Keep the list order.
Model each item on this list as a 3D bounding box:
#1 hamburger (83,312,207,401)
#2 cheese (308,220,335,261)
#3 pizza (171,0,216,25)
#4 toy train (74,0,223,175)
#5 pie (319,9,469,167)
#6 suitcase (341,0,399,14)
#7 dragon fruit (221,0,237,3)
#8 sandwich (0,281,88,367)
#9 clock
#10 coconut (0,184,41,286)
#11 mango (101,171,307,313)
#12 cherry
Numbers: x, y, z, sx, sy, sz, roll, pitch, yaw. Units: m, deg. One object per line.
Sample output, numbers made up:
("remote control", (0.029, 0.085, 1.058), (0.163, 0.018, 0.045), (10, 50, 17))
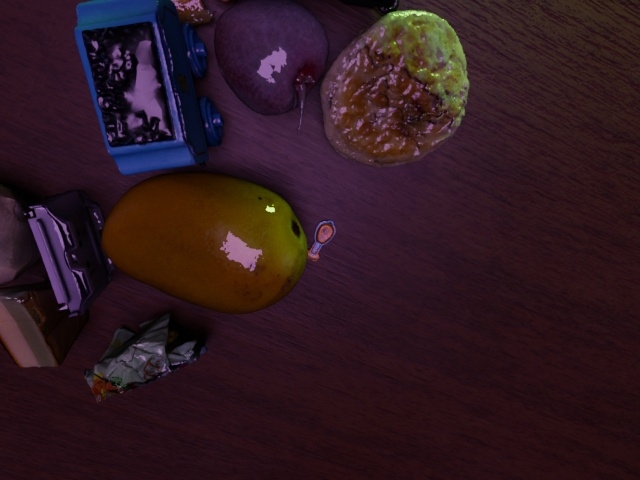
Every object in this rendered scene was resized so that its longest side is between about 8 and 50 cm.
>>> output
("hamburger", (-0.414, 0.261, 0.994), (0.275, 0.260, 0.151), (-17, 83, -31))
("cheese", (0.000, 0.000, 1.023), (0.047, 0.017, 0.111), (27, 104, -8))
("pizza", (-0.334, -0.539, 0.816), (0.291, 0.058, 0.197), (21, 104, -11))
("toy train", (-0.308, -0.276, 0.791), (0.187, 0.265, 0.301), (-8, 106, 3))
("pie", (0.159, -0.303, 0.875), (0.338, 0.077, 0.340), (-8, 122, -13))
("suitcase", (0.015, -0.502, 0.697), (0.338, 0.345, 0.189), (0, 114, -5))
("dragon fruit", (-0.186, -0.507, 0.805), (0.081, 0.116, 0.086), (-43, 113, 5))
("sandwich", (-0.633, 0.149, 0.945), (0.108, 0.186, 0.220), (-1, 126, -1))
("clock", (-0.532, 0.021, 0.914), (0.083, 0.186, 0.254), (-10, 108, -6))
("coconut", (-0.717, -0.011, 0.869), (0.247, 0.245, 0.245), (-24, 107, 3))
("mango", (-0.249, 0.003, 0.906), (0.444, 0.232, 0.300), (8, 112, 4))
("cherry", (-0.091, -0.358, 0.819), (0.266, 0.183, 0.213), (42, 87, -1))
